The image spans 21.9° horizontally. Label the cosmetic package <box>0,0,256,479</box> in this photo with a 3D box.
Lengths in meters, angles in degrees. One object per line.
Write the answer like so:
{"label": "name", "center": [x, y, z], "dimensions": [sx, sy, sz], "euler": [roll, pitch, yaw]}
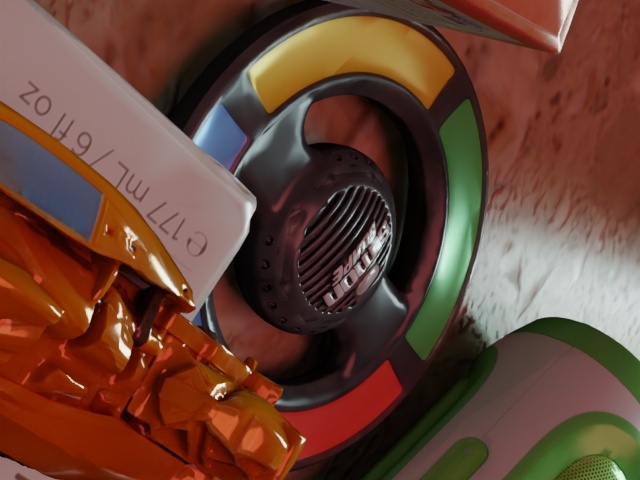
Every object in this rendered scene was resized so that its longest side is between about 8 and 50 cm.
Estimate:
{"label": "cosmetic package", "center": [-0.219, 0.079, 0.485], "dimensions": [0.217, 0.156, 0.385], "euler": [42, 73, -45]}

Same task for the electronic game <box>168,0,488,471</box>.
{"label": "electronic game", "center": [0.000, 0.000, 0.771], "dimensions": [0.229, 0.048, 0.229], "euler": [-21, 120, -41]}

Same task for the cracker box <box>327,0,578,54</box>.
{"label": "cracker box", "center": [-0.043, -0.132, 0.529], "dimensions": [0.156, 0.232, 0.067], "euler": [18, 91, -49]}

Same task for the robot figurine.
{"label": "robot figurine", "center": [-0.133, 0.030, 0.379], "dimensions": [0.291, 0.085, 0.211], "euler": [40, 75, -46]}

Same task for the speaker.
{"label": "speaker", "center": [0.056, 0.170, 0.843], "dimensions": [0.296, 0.131, 0.131], "euler": [-41, 132, -28]}
